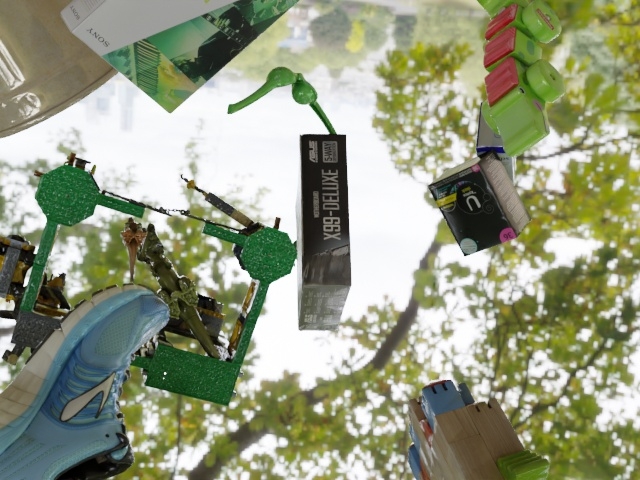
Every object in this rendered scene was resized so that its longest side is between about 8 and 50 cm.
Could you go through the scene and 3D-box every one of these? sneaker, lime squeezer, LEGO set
[{"bbox_3d":[-0.123,0.091,0.402,0.073,0.063,0.162,32,-133,2],"label":"sneaker"},{"bbox_3d":[-0.047,-0.259,1.446,0.059,0.110,0.310,-12,168,36],"label":"lime squeezer"},{"bbox_3d":[-0.201,0.042,0.901,0.331,0.255,0.192,9,-175,-16],"label":"LEGO set"}]

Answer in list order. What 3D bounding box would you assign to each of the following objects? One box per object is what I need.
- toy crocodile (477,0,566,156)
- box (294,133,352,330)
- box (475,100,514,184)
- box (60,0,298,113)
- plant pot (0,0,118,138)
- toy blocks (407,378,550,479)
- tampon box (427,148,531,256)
[{"bbox_3d":[0.294,-0.271,1.191,0.105,0.340,0.115,26,142,-27],"label":"toy crocodile"},{"bbox_3d":[0.000,0.000,1.278,0.076,0.242,0.307,0,162,-3],"label":"box"},{"bbox_3d":[0.360,-0.195,1.587,0.072,0.126,0.137,2,147,16],"label":"box"},{"bbox_3d":[-0.177,-0.354,1.133,0.058,0.322,0.232,56,-171,32],"label":"box"},{"bbox_3d":[-0.579,-0.406,1.465,0.334,0.305,0.334,-21,-151,12],"label":"plant pot"},{"bbox_3d":[0.219,0.345,1.200,0.190,0.381,0.261,-15,-134,-9],"label":"toy blocks"},{"bbox_3d":[0.307,-0.072,1.502,0.120,0.161,0.101,-25,-172,38],"label":"tampon box"}]
